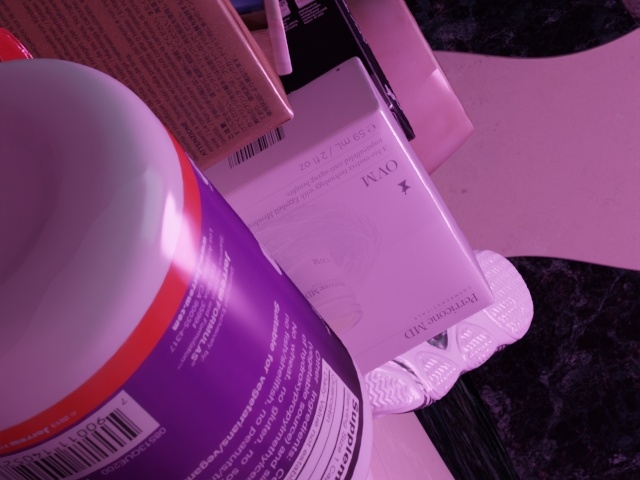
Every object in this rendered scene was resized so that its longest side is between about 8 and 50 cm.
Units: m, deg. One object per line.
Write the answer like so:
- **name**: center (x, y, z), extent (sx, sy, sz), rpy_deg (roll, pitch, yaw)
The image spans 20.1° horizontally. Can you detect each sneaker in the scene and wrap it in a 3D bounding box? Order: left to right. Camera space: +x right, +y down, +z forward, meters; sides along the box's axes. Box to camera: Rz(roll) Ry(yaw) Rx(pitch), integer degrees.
- **sneaker**: center (0.060, 0.131, 1.946), extent (0.366, 0.210, 0.137), rpy_deg (-22, 80, -49)

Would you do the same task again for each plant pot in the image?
- **plant pot**: center (0.003, -0.132, 1.970), extent (0.323, 0.280, 0.323), rpy_deg (60, 6, -10)

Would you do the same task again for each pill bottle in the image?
- **pill bottle**: center (-0.089, 0.069, 0.870), extent (0.323, 0.181, 0.181), rpy_deg (53, 11, -51)

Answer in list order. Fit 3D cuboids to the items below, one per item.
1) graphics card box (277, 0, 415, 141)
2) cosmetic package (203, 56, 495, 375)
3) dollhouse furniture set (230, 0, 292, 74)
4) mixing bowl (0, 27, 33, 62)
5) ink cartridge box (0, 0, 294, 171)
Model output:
- **graphics card box**: center (-0.089, -0.202, 1.780), extent (0.371, 0.233, 0.094), rpy_deg (63, 7, 26)
- **cosmetic package**: center (0.000, 0.000, 1.622), extent (0.224, 0.224, 0.138), rpy_deg (57, 7, -27)
- **dollhouse furniture set**: center (-0.147, -0.252, 1.337), extent (0.286, 0.198, 0.303), rpy_deg (-102, -179, -68)
- **mixing bowl**: center (-0.193, -0.054, 0.979), extent (0.181, 0.098, 0.181), rpy_deg (59, 6, -10)
- **ink cartridge box**: center (-0.158, -0.133, 1.144), extent (0.234, 0.193, 0.088), rpy_deg (58, 5, -26)
